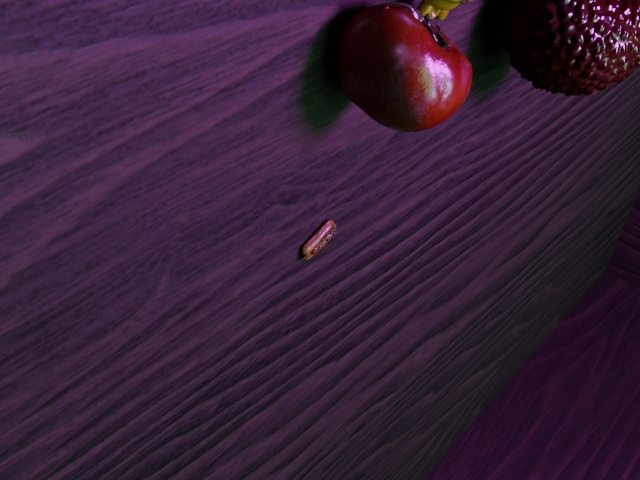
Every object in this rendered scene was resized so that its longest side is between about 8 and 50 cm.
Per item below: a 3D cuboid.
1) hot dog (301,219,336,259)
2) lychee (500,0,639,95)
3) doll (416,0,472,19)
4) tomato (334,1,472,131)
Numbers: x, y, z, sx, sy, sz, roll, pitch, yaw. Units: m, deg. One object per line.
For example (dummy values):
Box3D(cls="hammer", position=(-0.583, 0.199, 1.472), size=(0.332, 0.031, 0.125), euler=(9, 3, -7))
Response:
Box3D(cls="hot dog", position=(0.000, 0.000, 1.362), size=(0.083, 0.021, 0.037), euler=(-47, 153, -23))
Box3D(cls="lychee", position=(0.447, -0.383, 1.498), size=(0.264, 0.264, 0.300), euler=(-44, 169, -30))
Box3D(cls="doll", position=(0.188, -0.417, 1.185), size=(0.135, 0.099, 0.241), euler=(-61, 169, -61))
Box3D(cls="tomato", position=(0.107, -0.229, 1.155), size=(0.151, 0.187, 0.187), euler=(-43, 159, 17))
